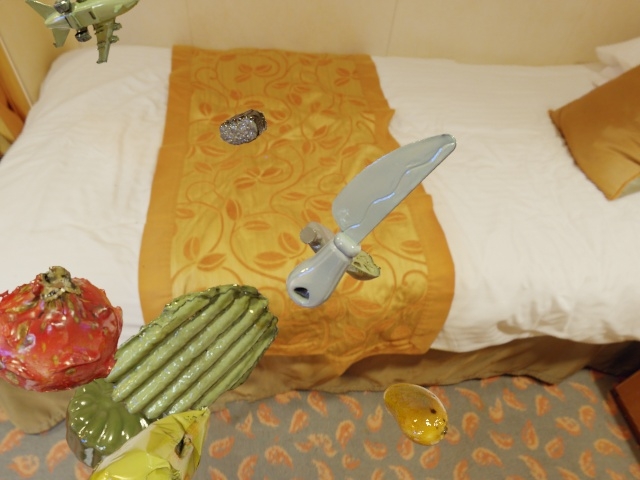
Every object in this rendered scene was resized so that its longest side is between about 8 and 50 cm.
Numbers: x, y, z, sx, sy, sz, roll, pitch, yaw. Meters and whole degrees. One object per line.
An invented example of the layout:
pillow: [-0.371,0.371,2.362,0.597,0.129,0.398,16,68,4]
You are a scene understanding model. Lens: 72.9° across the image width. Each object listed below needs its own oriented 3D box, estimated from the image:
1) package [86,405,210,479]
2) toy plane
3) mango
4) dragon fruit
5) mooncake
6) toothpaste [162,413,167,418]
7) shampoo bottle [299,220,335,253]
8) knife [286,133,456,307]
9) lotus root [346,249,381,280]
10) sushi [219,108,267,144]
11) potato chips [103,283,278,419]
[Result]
package: [-0.217,0.286,0.518,0.168,0.226,0.090,-34,88,-5]
toy plane: [-0.233,-0.229,0.435,0.111,0.102,0.040,-6,53,12]
mango: [0.221,0.391,0.997,0.115,0.089,0.178,-13,18,-12]
dragon fruit: [-0.292,0.089,0.500,0.153,0.111,0.152,24,40,-23]
mooncake: [-0.681,0.608,1.497,0.352,0.187,0.351,20,33,-14]
toothpaste: [-0.488,0.498,1.411,0.036,0.056,0.205,-13,33,-7]
shampoo bottle: [0.000,0.000,0.852,0.040,0.165,0.079,-28,77,13]
knife: [0.046,-0.025,0.583,0.080,0.331,0.044,39,33,4]
lotus root: [0.120,0.085,1.579,0.204,0.077,0.183,31,22,-7]
sushi: [-0.235,-0.342,1.320,0.151,0.090,0.078,-10,30,33]
potato chips: [-0.295,0.280,1.078,0.429,0.358,0.070,-43,43,-2]
